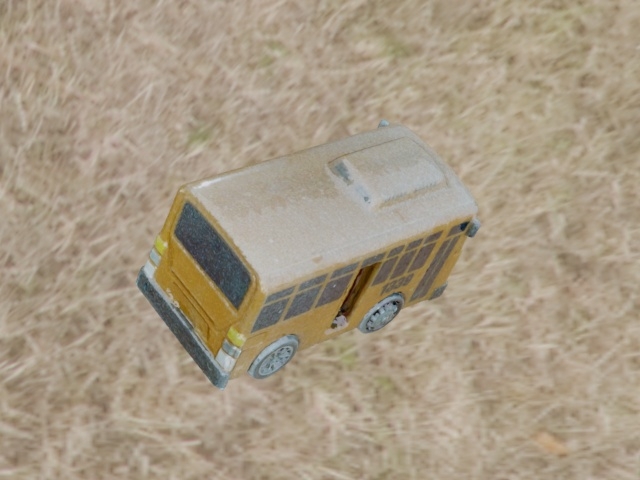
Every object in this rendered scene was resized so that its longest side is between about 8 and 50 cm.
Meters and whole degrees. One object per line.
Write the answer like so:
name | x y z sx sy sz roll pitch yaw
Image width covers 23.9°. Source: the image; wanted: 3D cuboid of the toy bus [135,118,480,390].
toy bus | 0.000 0.000 0.848 0.182 0.103 0.091 -19 58 -40
